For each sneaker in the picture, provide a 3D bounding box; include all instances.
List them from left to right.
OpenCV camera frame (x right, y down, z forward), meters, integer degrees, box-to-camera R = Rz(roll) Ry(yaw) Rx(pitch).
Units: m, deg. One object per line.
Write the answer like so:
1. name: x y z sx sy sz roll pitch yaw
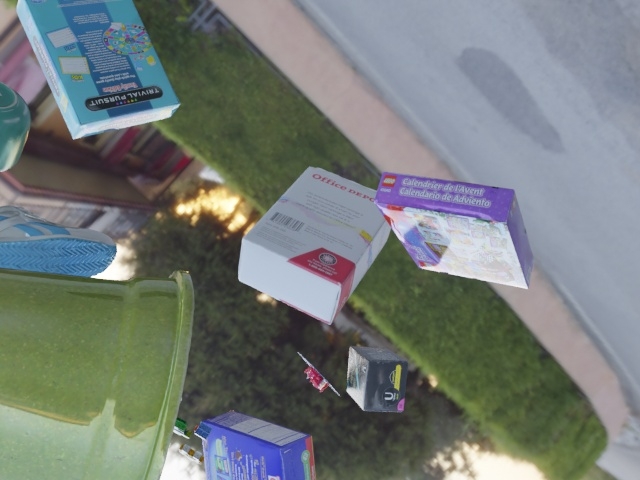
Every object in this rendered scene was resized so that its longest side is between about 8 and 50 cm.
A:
1. sneaker: -0.393 -0.003 0.954 0.229 0.087 0.092 5 -138 -21

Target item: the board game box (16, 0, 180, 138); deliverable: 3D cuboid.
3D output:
1. board game box: -0.517 -0.426 1.647 0.079 0.254 0.336 -31 82 54

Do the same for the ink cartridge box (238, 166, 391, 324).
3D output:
1. ink cartridge box: 0.000 0.000 1.486 0.226 0.306 0.131 24 132 14

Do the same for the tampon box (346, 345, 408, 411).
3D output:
1. tampon box: 0.134 0.330 1.696 0.101 0.120 0.161 4 -176 -13

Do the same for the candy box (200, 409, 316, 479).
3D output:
1. candy box: -0.158 0.606 1.814 0.317 0.268 0.122 4 -169 44

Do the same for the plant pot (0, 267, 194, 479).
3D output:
1. plant pot: -0.285 0.133 0.685 0.254 0.276 0.276 16 -171 -19

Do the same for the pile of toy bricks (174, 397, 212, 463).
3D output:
1. pile of toy bricks: -0.355 0.447 1.705 0.212 0.118 0.105 30 154 3

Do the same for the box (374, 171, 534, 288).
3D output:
1. box: 0.224 -0.011 1.132 0.201 0.057 0.293 10 162 25

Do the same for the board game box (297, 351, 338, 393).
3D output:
1. board game box: -0.015 0.365 1.870 0.133 0.033 0.168 41 169 29

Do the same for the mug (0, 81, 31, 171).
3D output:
1. mug: -0.488 -0.168 1.004 0.129 0.097 0.158 25 -147 -17
